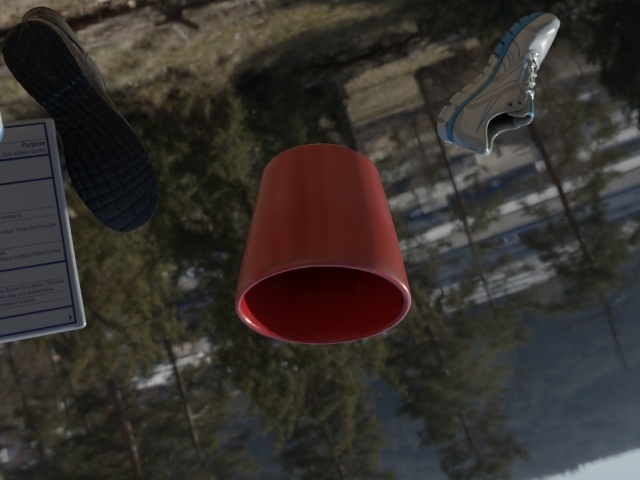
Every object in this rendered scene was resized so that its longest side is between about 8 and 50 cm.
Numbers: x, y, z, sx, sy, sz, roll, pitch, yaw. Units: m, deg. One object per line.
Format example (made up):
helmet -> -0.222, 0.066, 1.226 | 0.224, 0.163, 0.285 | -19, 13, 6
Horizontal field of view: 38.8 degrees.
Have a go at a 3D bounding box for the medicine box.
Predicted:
medicine box -> -0.473, -0.005, 1.218 | 0.263, 0.290, 0.149 | -9, -177, -19

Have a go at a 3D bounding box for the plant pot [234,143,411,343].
plant pot -> 0.000, 0.000, 1.435 | 0.274, 0.243, 0.275 | -1, 149, -1

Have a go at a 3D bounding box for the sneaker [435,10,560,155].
sneaker -> 0.222, -0.173, 1.038 | 0.191, 0.083, 0.071 | -52, 145, 1

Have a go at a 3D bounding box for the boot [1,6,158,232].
boot -> -0.341, -0.192, 1.364 | 0.118, 0.338, 0.223 | -23, -160, -1

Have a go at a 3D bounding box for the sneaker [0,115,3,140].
sneaker -> -0.172, -0.037, 0.358 | 0.059, 0.053, 0.144 | 43, 146, -23
